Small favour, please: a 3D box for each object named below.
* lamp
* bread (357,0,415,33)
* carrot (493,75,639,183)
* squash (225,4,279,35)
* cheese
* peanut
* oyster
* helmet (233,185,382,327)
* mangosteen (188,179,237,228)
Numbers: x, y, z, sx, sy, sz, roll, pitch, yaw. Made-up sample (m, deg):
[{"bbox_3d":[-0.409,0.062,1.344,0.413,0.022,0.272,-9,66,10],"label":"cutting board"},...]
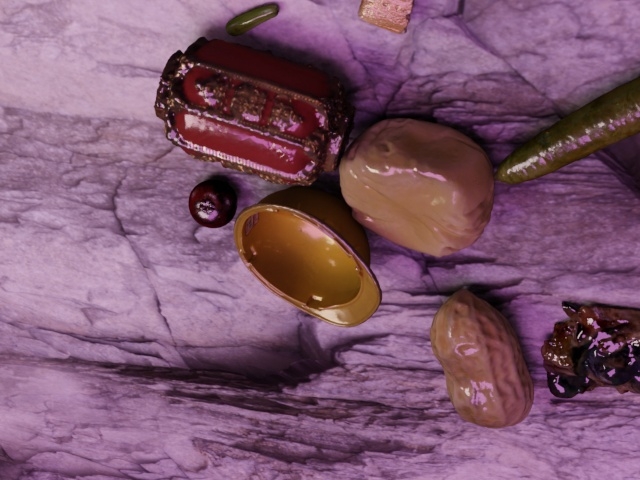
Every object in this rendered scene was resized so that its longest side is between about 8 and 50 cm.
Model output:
[{"bbox_3d":[-0.091,-0.179,1.460,0.274,0.177,0.177,16,139,2],"label":"lamp"},{"bbox_3d":[0.089,-0.312,1.341,0.070,0.035,0.083,18,133,2],"label":"bread"},{"bbox_3d":[0.374,-0.153,1.361,0.359,0.074,0.074,-26,122,39],"label":"carrot"},{"bbox_3d":[-0.095,-0.303,1.430,0.089,0.027,0.027,-19,126,34],"label":"squash"},{"bbox_3d":[0.140,-0.074,1.528,0.226,0.117,0.214,14,143,15],"label":"cheese"},{"bbox_3d":[0.271,0.212,1.759,0.152,0.152,0.313,-2,133,23],"label":"peanut"},{"bbox_3d":[0.540,0.213,1.698,0.361,0.096,0.221,7,144,18],"label":"oyster"},{"bbox_3d":[0.000,0.000,1.633,0.257,0.140,0.205,36,139,-5],"label":"helmet"},{"bbox_3d":[-0.172,-0.060,1.691,0.081,0.081,0.081,11,138,10],"label":"mangosteen"}]
